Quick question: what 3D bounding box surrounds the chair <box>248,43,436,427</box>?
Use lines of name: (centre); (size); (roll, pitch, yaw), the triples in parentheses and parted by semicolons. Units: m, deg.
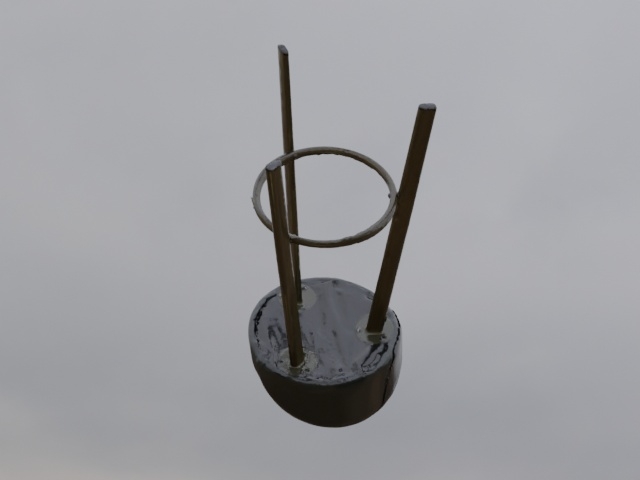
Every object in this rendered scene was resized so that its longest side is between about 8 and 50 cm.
chair: (0.001, 0.001, 1.129); (0.104, 0.095, 0.221); (-18, -46, -19)
